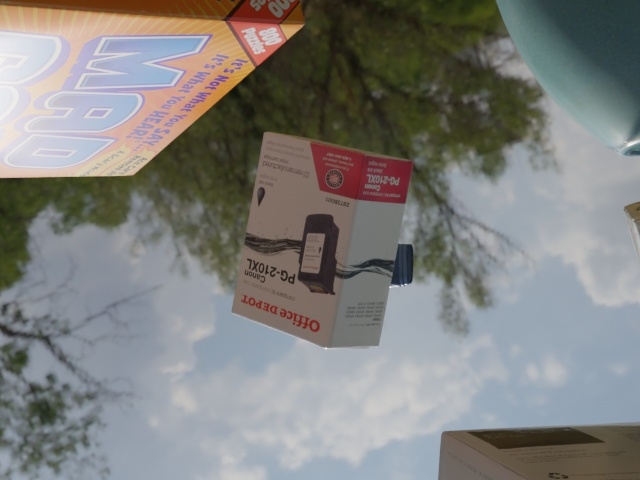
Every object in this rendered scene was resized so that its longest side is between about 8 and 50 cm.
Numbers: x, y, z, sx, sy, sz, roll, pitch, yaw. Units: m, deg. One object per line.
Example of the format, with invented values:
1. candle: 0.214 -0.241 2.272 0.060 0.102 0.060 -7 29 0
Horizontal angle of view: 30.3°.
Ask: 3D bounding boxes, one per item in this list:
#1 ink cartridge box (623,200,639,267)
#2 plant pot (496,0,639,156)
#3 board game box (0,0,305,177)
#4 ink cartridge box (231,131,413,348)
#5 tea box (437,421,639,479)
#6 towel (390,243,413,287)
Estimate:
1. ink cartridge box: 0.487 0.048 1.597 0.093 0.212 0.154 -19 -175 11
2. plant pot: 0.329 -0.192 1.130 0.290 0.195 0.290 -12 173 -1
3. board game box: -0.286 -0.282 1.055 0.357 0.356 0.356 -3 163 -35
4. ink cartridge box: 0.000 0.000 1.447 0.172 0.237 0.100 17 -171 41
5. tea box: 0.293 0.350 1.100 0.329 0.323 0.220 0 -174 -18
6. towel: 0.079 0.039 1.764 0.120 0.067 0.029 -3 165 16
